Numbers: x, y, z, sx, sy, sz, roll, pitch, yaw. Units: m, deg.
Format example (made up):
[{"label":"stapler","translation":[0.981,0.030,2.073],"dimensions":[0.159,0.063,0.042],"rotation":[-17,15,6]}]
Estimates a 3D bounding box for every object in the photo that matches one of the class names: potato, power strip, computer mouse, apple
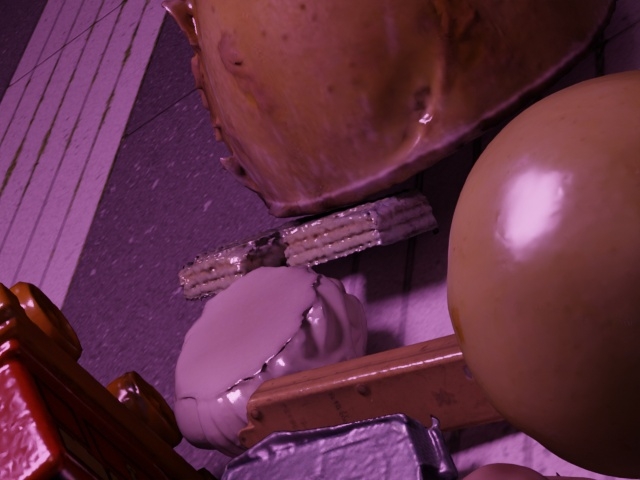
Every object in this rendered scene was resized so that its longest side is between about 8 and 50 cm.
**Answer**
[{"label":"potato","translation":[0.028,-0.261,1.632],"dimensions":[0.385,0.319,0.442],"rotation":[-27,16,12]},{"label":"power strip","translation":[0.072,0.108,1.316],"dimensions":[0.305,0.064,0.044],"rotation":[-16,20,31]},{"label":"computer mouse","translation":[0.011,0.199,1.309],"dimensions":[0.231,0.071,0.126],"rotation":[-17,48,32]},{"label":"apple","translation":[0.205,0.019,1.079],"dimensions":[0.262,0.262,0.262],"rotation":[-35,25,20]}]

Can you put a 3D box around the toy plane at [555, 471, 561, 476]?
[{"label":"toy plane","translation":[0.161,0.192,1.101],"dimensions":[0.031,0.049,0.120],"rotation":[-35,26,20]}]

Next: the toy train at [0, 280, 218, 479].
[{"label":"toy train","translation":[-0.206,0.176,1.360],"dimensions":[0.163,0.369,0.231],"rotation":[-37,44,4]}]

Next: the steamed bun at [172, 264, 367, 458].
[{"label":"steamed bun","translation":[-0.033,0.105,1.485],"dimensions":[0.183,0.106,0.183],"rotation":[-30,31,20]}]

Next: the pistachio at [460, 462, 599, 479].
[{"label":"pistachio","translation":[0.073,0.272,0.951],"dimensions":[0.226,0.208,0.332],"rotation":[29,80,21]}]

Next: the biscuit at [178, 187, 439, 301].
[{"label":"biscuit","translation":[0.000,0.000,1.589],"dimensions":[0.250,0.046,0.147],"rotation":[-15,3,43]}]
